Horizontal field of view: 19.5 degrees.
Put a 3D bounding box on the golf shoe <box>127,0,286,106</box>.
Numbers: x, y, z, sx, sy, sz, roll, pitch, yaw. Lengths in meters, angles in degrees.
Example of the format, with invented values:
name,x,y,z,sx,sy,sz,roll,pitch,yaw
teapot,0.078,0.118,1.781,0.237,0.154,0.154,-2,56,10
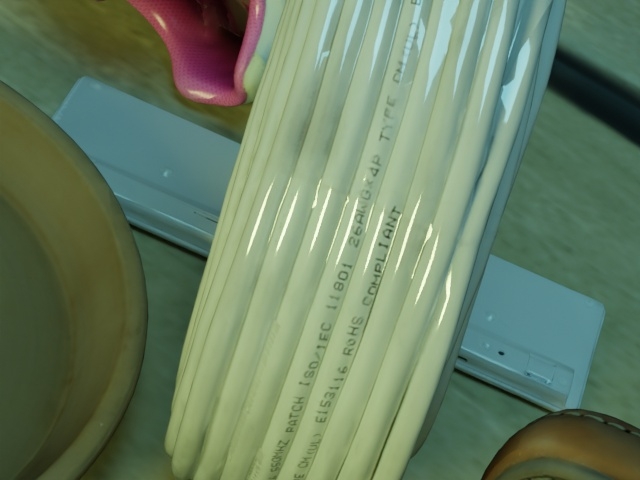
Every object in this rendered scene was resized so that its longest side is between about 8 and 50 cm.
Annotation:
name,x,y,z,sx,sy,sz,roll,pitch,yaw
golf shoe,-0.083,-0.192,0.814,0.306,0.115,0.140,49,55,-19

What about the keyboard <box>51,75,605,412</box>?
name,x,y,z,sx,sy,sz,roll,pitch,yaw
keyboard,0.000,0.000,0.804,0.256,0.014,0.072,24,38,1

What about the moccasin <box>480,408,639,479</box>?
name,x,y,z,sx,sy,sz,roll,pitch,yaw
moccasin,0.227,0.160,0.644,0.380,0.139,0.147,24,42,0

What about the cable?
name,x,y,z,sx,sy,sz,roll,pitch,yaw
cable,0.015,-0.026,0.652,0.089,0.257,0.257,17,9,-2

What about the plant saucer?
name,x,y,z,sx,sy,sz,roll,pitch,yaw
plant saucer,-0.201,0.017,0.679,0.278,0.041,0.278,12,44,-12
